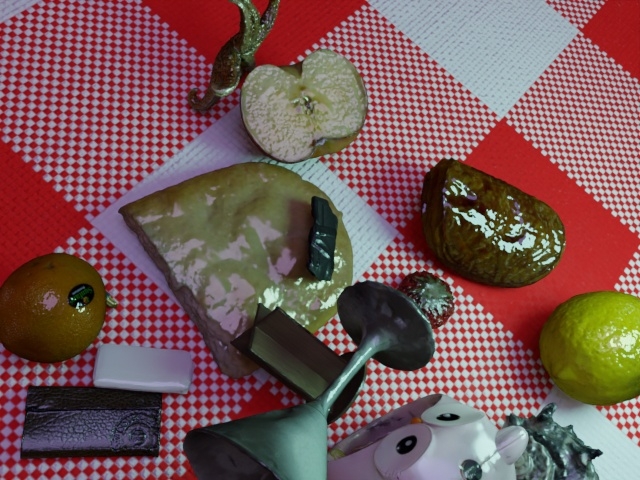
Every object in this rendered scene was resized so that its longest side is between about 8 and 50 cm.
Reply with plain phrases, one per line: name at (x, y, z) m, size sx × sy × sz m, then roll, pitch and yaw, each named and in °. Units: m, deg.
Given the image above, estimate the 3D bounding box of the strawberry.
strawberry at (0.233, 0.133, 1.488) m, size 0.145 × 0.086 × 0.145 m, roll 7°, pitch 65°, yaw -16°

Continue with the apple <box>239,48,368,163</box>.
apple at (-0.041, -0.291, 1.550) m, size 0.292 × 0.163 × 0.252 m, roll -18°, pitch 81°, yaw -9°

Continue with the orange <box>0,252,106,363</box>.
orange at (-0.489, 0.121, 1.215) m, size 0.205 × 0.206 × 0.206 m, roll 6°, pitch 65°, yaw -14°

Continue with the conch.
conch at (0.441, 0.492, 1.348) m, size 0.240 × 0.186 × 0.313 m, roll -5°, pitch 82°, yaw 7°

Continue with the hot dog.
hot dog at (0.398, -0.042, 1.573) m, size 0.387 × 0.174 × 0.267 m, roll 23°, pitch 64°, yaw -16°

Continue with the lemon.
lemon at (0.633, 0.233, 1.475) m, size 0.310 × 0.253 × 0.254 m, roll -17°, pitch 73°, yaw -23°

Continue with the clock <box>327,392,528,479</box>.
clock at (0.186, 0.437, 1.178) m, size 0.368 × 0.377 × 0.251 m, roll -24°, pitch 80°, yaw -25°

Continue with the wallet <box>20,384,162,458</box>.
wallet at (-0.418, 0.333, 1.226) m, size 0.243 × 0.039 × 0.133 m, roll 6°, pitch 61°, yaw -17°

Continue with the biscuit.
biscuit at (-0.132, 0.032, 1.411) m, size 0.445 × 0.104 × 0.430 m, roll -24°, pitch 76°, yaw -25°

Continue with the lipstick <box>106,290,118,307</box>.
lipstick at (-0.453, 0.096, 1.325) m, size 0.116 × 0.037 × 0.037 m, roll 43°, pitch 62°, yaw 0°

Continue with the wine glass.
wine glass at (0.005, 0.261, 1.067) m, size 0.267 × 0.267 × 0.406 m, roll 41°, pitch 50°, yaw 4°

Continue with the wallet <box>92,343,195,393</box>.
wallet at (-0.338, 0.248, 1.281) m, size 0.189 × 0.033 × 0.095 m, roll 6°, pitch 48°, yaw -15°

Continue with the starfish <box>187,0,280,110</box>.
starfish at (-0.193, -0.430, 1.496) m, size 0.113 × 0.303 × 0.312 m, roll 29°, pitch 54°, yaw -4°

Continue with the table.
table at (-0.047, 0.226, 1.274) m, size 0.226 × 0.167 × 0.167 m, roll 41°, pitch 59°, yaw -21°

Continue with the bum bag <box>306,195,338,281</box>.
bum bag at (0.000, 0.000, 1.392) m, size 0.087 × 0.049 × 0.198 m, roll 36°, pitch 47°, yaw -40°
